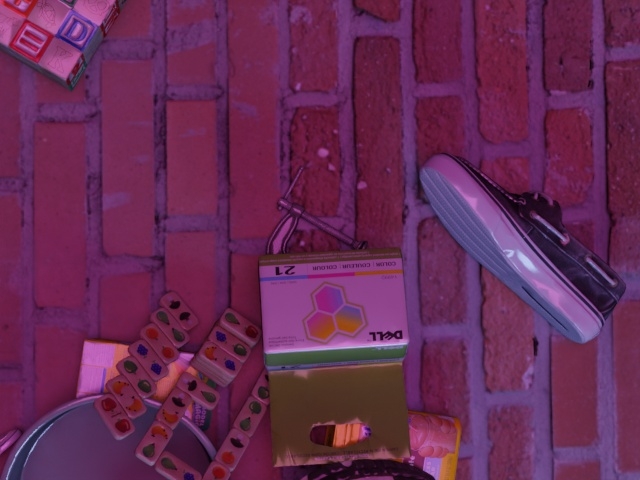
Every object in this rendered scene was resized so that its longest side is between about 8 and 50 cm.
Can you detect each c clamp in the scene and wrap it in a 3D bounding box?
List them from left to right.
[{"bbox_3d":[0.000,0.000,1.710,0.160,0.022,0.137,35,85,-4],"label":"c clamp"}]

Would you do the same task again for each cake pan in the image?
[{"bbox_3d":[-0.263,0.331,1.625,0.293,0.054,0.293,-1,98,-5],"label":"cake pan"}]

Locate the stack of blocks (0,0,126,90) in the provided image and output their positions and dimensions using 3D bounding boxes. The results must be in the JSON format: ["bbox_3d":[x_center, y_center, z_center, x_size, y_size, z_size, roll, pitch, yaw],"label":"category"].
[{"bbox_3d":[-0.412,-0.347,1.652,0.297,0.087,0.171,30,84,-4],"label":"stack of blocks"}]

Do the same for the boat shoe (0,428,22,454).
[{"bbox_3d":[-0.435,0.271,1.643,0.100,0.035,0.035,-37,94,0],"label":"boat shoe"}]

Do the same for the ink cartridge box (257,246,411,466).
[{"bbox_3d":[0.021,0.148,1.617,0.188,0.097,0.255,-4,69,-2],"label":"ink cartridge box"}]

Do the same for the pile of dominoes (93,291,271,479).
[{"bbox_3d":[-0.159,0.184,1.599,0.196,0.040,0.251,35,44,-5],"label":"pile of dominoes"}]

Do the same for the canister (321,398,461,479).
[{"bbox_3d":[0.093,0.280,1.681,0.169,0.073,0.126,9,85,-7],"label":"canister"}]

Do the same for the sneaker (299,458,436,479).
[{"bbox_3d":[-0.024,0.414,1.620,0.410,0.182,0.158,-25,62,-5],"label":"sneaker"}]

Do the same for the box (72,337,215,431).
[{"bbox_3d":[-0.228,0.190,1.666,0.179,0.043,0.105,9,86,-4],"label":"box"}]

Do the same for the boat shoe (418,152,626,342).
[{"bbox_3d":[0.273,-0.010,1.707,0.335,0.121,0.119,45,75,-13],"label":"boat shoe"}]
